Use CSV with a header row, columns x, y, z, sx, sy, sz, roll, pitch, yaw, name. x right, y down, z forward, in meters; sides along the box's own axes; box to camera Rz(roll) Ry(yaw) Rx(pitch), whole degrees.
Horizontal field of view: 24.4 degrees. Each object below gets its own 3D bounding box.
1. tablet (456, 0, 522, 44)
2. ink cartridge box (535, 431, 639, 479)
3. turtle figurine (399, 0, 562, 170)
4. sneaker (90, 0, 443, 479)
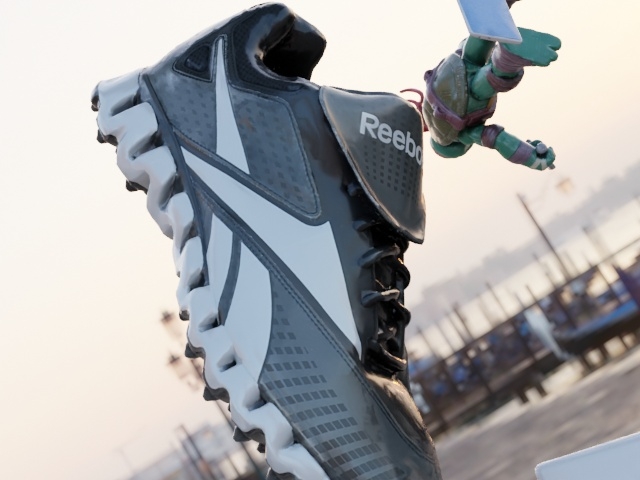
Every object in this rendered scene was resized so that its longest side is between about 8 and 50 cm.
x,y,z,sx,sy,sz,roll,pitch,yaw,name
0.134,-0.198,1.235,0.054,0.083,0.006,5,-39,-29,tablet
0.217,0.140,0.554,0.237,0.172,0.100,-18,-25,2,ink cartridge box
0.154,-0.136,1.372,0.118,0.175,0.234,-14,-28,-20,turtle figurine
0.000,0.000,0.522,0.106,0.234,0.078,-37,-34,13,sneaker
